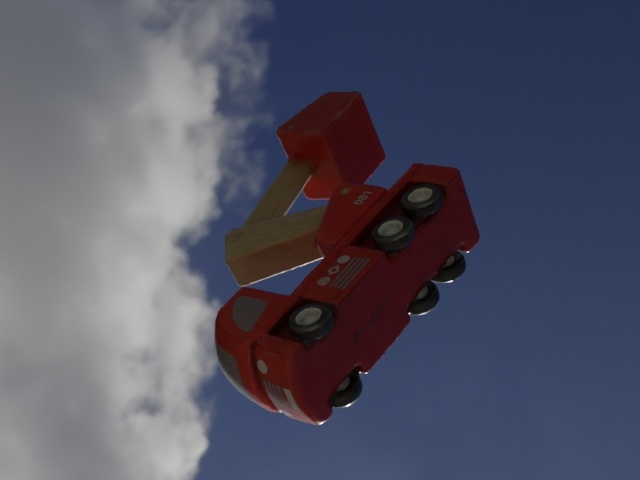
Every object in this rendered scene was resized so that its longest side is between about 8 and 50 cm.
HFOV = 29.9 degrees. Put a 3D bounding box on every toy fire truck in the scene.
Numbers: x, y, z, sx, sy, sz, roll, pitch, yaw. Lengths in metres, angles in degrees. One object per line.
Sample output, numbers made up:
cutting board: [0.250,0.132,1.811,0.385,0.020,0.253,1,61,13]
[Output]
toy fire truck: [0.000,0.000,0.587,0.135,0.192,0.047,10,-45,41]
